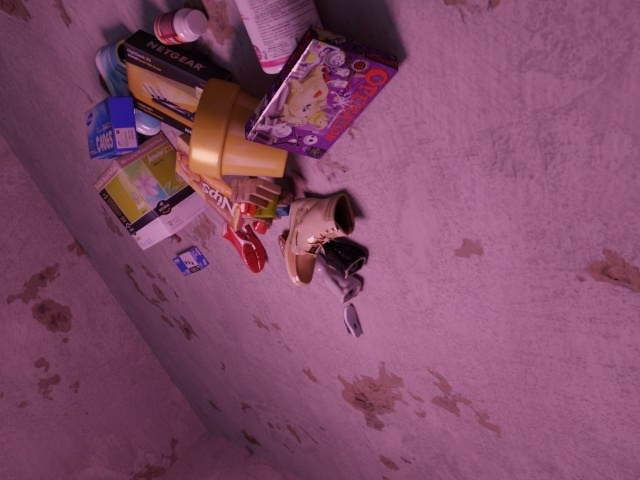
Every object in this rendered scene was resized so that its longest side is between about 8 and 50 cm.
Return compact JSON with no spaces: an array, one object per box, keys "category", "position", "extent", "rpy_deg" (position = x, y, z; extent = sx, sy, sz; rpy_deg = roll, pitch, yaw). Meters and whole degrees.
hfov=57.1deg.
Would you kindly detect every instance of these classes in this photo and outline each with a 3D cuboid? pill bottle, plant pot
[{"category":"pill bottle","position":[-0.100,-0.519,1.256],"extent":[0.160,0.160,0.283],"rpy_deg":[9,130,45]},{"category":"pill bottle","position":[-0.374,-0.576,1.583],"extent":[0.152,0.086,0.086],"rpy_deg":[10,132,44]},{"category":"plant pot","position":[-0.195,-0.273,1.540],"extent":[0.239,0.253,0.254],"rpy_deg":[13,144,-3]}]

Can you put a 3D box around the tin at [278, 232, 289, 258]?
[{"category":"tin","position":[-0.083,0.054,1.902],"extent":[0.189,0.040,0.106],"rpy_deg":[53,153,39]}]

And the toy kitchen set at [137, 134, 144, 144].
[{"category":"toy kitchen set","position":[-0.706,-0.400,2.182],"extent":[0.075,0.083,0.068],"rpy_deg":[24,99,32]}]

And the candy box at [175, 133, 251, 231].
[{"category":"candy box","position":[-0.340,-0.200,1.927],"extent":[0.316,0.088,0.183],"rpy_deg":[44,148,13]}]

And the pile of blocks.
[{"category":"pile of blocks","position":[-0.154,-0.080,1.707],"extent":[0.149,0.112,0.362],"rpy_deg":[6,172,9]}]

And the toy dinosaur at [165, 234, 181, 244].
[{"category":"toy dinosaur","position":[-0.637,-0.015,2.532],"extent":[0.082,0.047,0.090],"rpy_deg":[-1,115,28]}]

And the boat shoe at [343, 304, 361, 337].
[{"category":"boat shoe","position":[0.098,0.271,1.968],"extent":[0.040,0.049,0.142],"rpy_deg":[15,138,41]}]

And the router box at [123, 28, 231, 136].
[{"category":"router box","position":[-0.416,-0.440,1.724],"extent":[0.309,0.081,0.242],"rpy_deg":[27,144,8]}]

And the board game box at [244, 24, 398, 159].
[{"category":"board game box","position":[-0.010,-0.313,1.316],"extent":[0.347,0.208,0.056],"rpy_deg":[-43,48,50]}]

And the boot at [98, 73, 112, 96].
[{"category":"boot","position":[-0.694,-0.510,2.045],"extent":[0.152,0.073,0.197],"rpy_deg":[0,113,48]}]

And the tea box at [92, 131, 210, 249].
[{"category":"tea box","position":[-0.625,-0.174,2.180],"extent":[0.323,0.220,0.329],"rpy_deg":[55,146,-12]}]

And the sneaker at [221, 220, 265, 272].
[{"category":"sneaker","position":[-0.280,0.012,2.122],"extent":[0.128,0.087,0.221],"rpy_deg":[3,115,59]}]

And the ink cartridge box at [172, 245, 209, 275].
[{"category":"ink cartridge box","position":[-0.565,0.092,2.552],"extent":[0.097,0.046,0.207],"rpy_deg":[56,147,-11]}]

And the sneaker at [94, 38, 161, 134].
[{"category":"sneaker","position":[-0.589,-0.493,1.889],"extent":[0.208,0.127,0.318],"rpy_deg":[-1,125,51]}]

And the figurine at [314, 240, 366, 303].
[{"category":"figurine","position":[0.031,0.064,1.806],"extent":[0.209,0.092,0.214],"rpy_deg":[40,148,28]}]

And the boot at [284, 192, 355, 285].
[{"category":"boot","position":[0.000,0.000,1.662],"extent":[0.204,0.095,0.261],"rpy_deg":[-3,78,47]}]

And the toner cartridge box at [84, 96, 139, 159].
[{"category":"toner cartridge box","position":[-0.677,-0.355,1.893],"extent":[0.348,0.075,0.165],"rpy_deg":[4,100,57]}]
